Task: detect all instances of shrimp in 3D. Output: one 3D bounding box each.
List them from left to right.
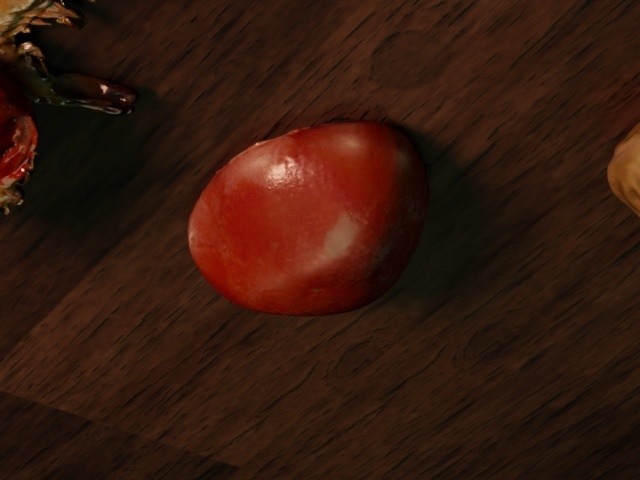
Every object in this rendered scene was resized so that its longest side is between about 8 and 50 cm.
[{"bbox_3d":[-0.132,-0.130,1.169,0.195,0.035,0.148,-13,139,22],"label":"shrimp"}]

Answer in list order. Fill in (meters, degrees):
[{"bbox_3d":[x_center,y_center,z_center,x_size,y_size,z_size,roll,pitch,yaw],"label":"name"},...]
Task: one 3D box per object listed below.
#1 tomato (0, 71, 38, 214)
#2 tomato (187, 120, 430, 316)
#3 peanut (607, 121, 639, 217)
[{"bbox_3d":[-0.253,-0.069,1.194,0.139,0.091,0.159,13,131,-33],"label":"tomato"},{"bbox_3d":[-0.006,-0.004,1.310,0.166,0.082,0.174,2,144,-8],"label":"tomato"},{"bbox_3d":[0.292,-0.007,1.309,0.137,0.122,0.253,-16,139,26],"label":"peanut"}]
